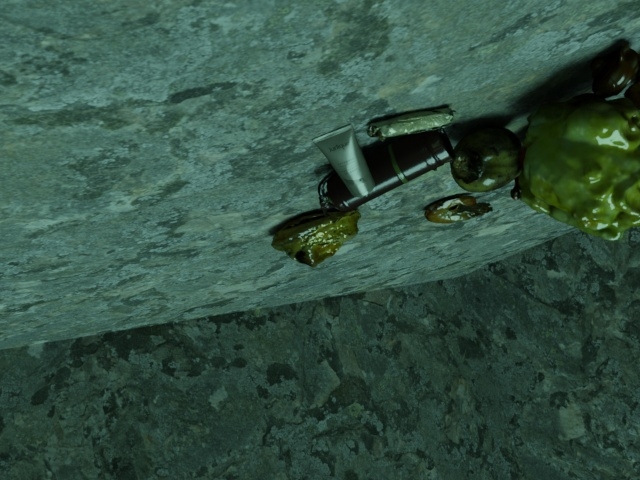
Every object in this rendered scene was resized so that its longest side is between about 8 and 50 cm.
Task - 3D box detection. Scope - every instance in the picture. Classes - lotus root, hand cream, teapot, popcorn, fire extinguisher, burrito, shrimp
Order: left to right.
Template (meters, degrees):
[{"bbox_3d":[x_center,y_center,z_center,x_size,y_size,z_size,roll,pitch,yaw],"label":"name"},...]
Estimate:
[{"bbox_3d":[0.060,-0.157,1.397,0.087,0.054,0.186,-20,134,16],"label":"hand cream"},{"bbox_3d":[0.131,-0.144,1.513,0.341,0.105,0.141,-25,140,24],"label":"fire extinguisher"},{"bbox_3d":[0.184,-0.237,1.367,0.186,0.041,0.045,-12,125,-16],"label":"burrito"},{"bbox_3d":[0.457,-0.105,2.217,0.249,0.068,0.150,-5,158,-25],"label":"shrimp"},{"bbox_3d":[0.368,-0.181,1.546,0.154,0.154,0.278,-27,178,38],"label":"lotus root"},{"bbox_3d":[0.584,-0.157,1.448,0.312,0.312,0.312,-16,167,-4],"label":"popcorn"},{"bbox_3d":[0.581,-0.341,1.351,0.098,0.078,0.129,-58,176,-14],"label":"teapot"}]

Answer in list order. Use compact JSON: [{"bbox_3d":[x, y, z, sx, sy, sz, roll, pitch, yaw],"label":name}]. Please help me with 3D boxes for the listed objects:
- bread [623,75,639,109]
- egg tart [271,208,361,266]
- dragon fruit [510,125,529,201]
[{"bbox_3d":[0.780,-0.343,1.439,0.232,0.135,0.247,-36,158,21],"label":"bread"},{"bbox_3d":[0.000,0.000,1.970,0.297,0.132,0.297,-21,170,-4],"label":"egg tart"},{"bbox_3d":[0.573,-0.198,1.665,0.200,0.198,0.269,-58,180,-15],"label":"dragon fruit"}]
